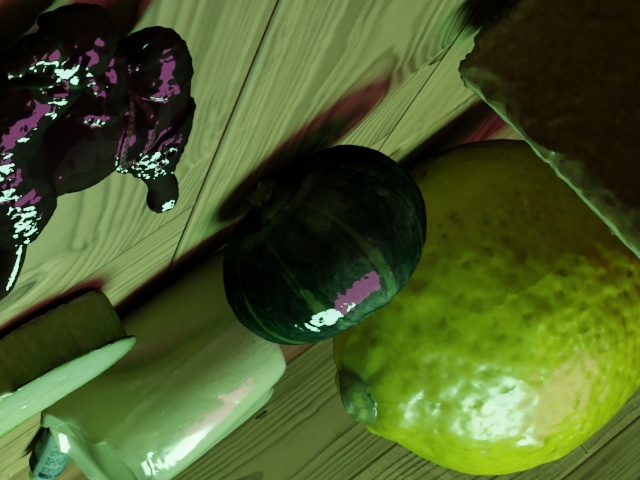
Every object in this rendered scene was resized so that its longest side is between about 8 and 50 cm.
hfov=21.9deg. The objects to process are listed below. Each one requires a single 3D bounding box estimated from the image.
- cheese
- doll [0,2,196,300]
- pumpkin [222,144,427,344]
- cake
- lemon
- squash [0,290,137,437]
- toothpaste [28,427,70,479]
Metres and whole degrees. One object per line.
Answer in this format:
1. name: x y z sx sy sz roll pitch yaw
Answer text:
1. cheese: -0.113 0.110 1.377 0.233 0.127 0.266 -39 177 -16
2. doll: -0.100 -0.043 0.644 0.139 0.057 0.165 -30 166 -34
3. pumpkin: 0.003 0.002 1.214 0.167 0.125 0.167 -24 -172 4
4. cake: 0.277 -0.122 1.216 0.256 0.282 0.290 -45 169 8
5. lemon: 0.174 0.073 1.722 0.387 0.349 0.350 -24 168 -29
6. squash: -0.231 0.110 1.132 0.219 0.041 0.219 -32 174 -4
7. toothpaste: -0.251 0.191 1.606 0.062 0.037 0.216 -33 169 -32
